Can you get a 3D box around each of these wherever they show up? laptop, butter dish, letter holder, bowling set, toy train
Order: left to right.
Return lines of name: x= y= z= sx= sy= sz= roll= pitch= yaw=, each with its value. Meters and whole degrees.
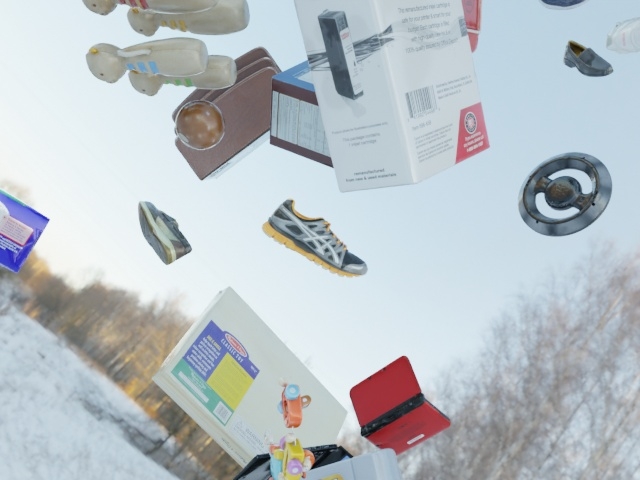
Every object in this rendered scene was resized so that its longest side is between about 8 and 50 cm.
bowling set: x=-0.184 y=-0.199 z=0.748 sx=0.154 sy=0.200 sz=0.287 roll=0 pitch=-1 yaw=11
letter holder: x=-0.217 y=-0.320 z=1.700 sx=0.214 sy=0.302 sz=0.152 roll=54 pitch=9 yaw=-3
toy train: x=-0.038 y=0.267 z=0.941 sx=0.166 sy=0.046 sz=0.125 roll=110 pitch=-24 yaw=-47
laptop: x=-0.037 y=0.455 z=1.167 sx=0.264 sy=0.234 sz=0.136 roll=7 pitch=45 yaw=-41
butter dish: x=0.182 y=-0.377 z=1.096 sx=0.118 sy=0.160 sz=0.160 roll=8 pitch=-75 yaw=30

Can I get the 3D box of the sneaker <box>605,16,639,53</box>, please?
sneaker: x=0.659 y=-0.430 z=1.444 sx=0.115 sy=0.232 sz=0.090 roll=5 pitch=-75 yaw=42

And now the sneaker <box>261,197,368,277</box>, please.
sneaker: x=0.000 y=0.000 z=1.299 sx=0.215 sy=0.083 sz=0.084 roll=29 pitch=4 yaw=-10

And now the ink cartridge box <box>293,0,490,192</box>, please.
ink cartridge box: x=0.088 y=-0.215 z=0.834 sx=0.114 sy=0.197 sz=0.273 roll=-3 pitch=-74 yaw=40

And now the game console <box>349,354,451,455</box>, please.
game console: x=0.139 y=0.296 z=1.238 sx=0.124 sy=0.144 sz=0.085 roll=41 pitch=29 yaw=-20

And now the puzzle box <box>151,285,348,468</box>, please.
puzzle box: x=-0.129 y=0.324 z=1.456 sx=0.052 sy=0.272 sz=0.409 roll=-31 pitch=-74 yaw=38

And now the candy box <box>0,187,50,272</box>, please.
candy box: x=-0.666 y=-0.072 z=1.282 sx=0.268 sy=0.122 sz=0.317 roll=36 pitch=-13 yaw=-29

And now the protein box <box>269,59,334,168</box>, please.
protein box: x=0.046 y=-0.240 z=1.285 sx=0.201 sy=0.200 sz=0.136 roll=24 pitch=-50 yaw=24

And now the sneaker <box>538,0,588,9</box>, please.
sneaker: x=0.658 y=-0.631 z=1.655 sx=0.153 sy=0.282 sz=0.099 roll=-5 pitch=88 yaw=-71

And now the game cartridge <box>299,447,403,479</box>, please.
game cartridge: x=-0.006 y=0.444 z=1.032 sx=0.062 sy=0.297 sz=0.198 roll=49 pitch=23 yaw=-53

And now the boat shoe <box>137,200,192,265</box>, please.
boat shoe: x=-0.244 y=-0.014 z=1.088 sx=0.152 sy=0.049 sz=0.056 roll=50 pitch=-37 yaw=42

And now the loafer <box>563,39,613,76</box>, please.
loafer: x=0.711 y=-0.485 z=1.868 sx=0.170 sy=0.062 sz=0.061 roll=46 pitch=-22 yaw=50

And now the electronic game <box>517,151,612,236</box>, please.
electronic game: x=0.591 y=-0.114 z=1.703 sx=0.229 sy=0.229 sz=0.048 roll=25 pitch=-7 yaw=46
